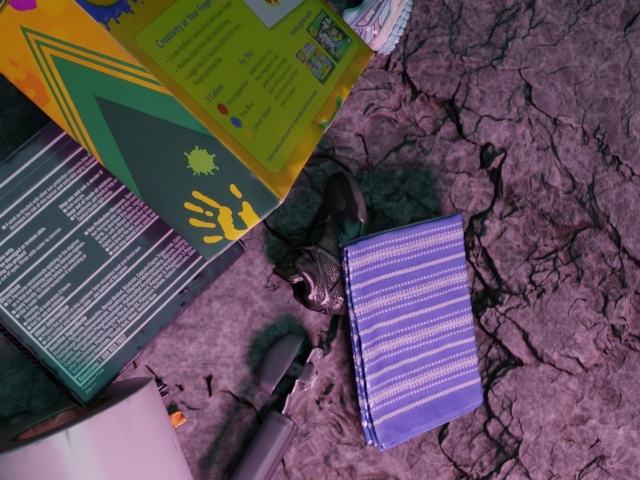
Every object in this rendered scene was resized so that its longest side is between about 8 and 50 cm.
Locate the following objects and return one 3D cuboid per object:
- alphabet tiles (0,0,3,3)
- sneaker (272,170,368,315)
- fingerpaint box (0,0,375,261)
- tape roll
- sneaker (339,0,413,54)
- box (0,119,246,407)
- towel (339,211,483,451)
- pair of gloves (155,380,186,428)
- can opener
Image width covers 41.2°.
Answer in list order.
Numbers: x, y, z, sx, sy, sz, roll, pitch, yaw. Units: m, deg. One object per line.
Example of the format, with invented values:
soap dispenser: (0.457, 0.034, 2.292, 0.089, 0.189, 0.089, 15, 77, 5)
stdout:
alphabet tiles: (-0.504, -0.483, 1.199, 0.285, 0.011, 0.342, 48, 70, -12)
sneaker: (0.000, 0.000, 1.318, 0.130, 0.087, 0.227, 6, 88, -28)
fingerpaint box: (-0.157, -0.249, 1.128, 0.371, 0.163, 0.445, 44, 37, -14)
tape roll: (-0.301, 0.299, 1.084, 0.246, 0.246, 0.169, -22, 93, -22)
sneaker: (0.101, -0.455, 1.391, 0.122, 0.110, 0.283, 16, 79, -17)
box: (-0.317, 0.010, 1.136, 0.296, 0.183, 0.294, -45, 102, -21)
towel: (0.154, 0.142, 1.350, 0.243, 0.040, 0.336, -14, 102, -31)
pair of gloves: (-0.244, 0.251, 1.237, 0.074, 0.010, 0.083, -29, 94, -20)
can opener: (-0.084, 0.274, 1.281, 0.095, 0.076, 0.283, 26, 74, 15)
